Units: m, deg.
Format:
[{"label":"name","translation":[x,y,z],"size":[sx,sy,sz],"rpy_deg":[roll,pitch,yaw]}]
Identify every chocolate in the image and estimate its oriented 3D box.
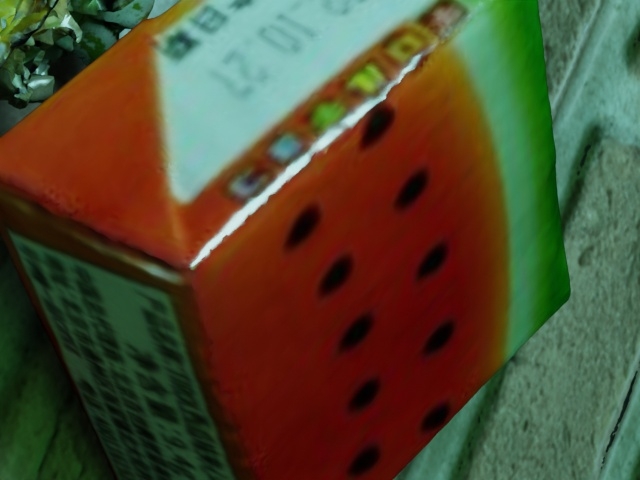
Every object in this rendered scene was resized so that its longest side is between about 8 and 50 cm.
[{"label":"chocolate","translation":[0.000,0.000,1.076],"size":[0.341,0.161,0.360],"rpy_deg":[-43,141,-25]}]

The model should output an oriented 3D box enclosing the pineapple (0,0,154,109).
[{"label":"pineapple","translation":[-0.190,-0.161,0.944],"size":[0.271,0.262,0.262],"rpy_deg":[26,78,-74]}]
